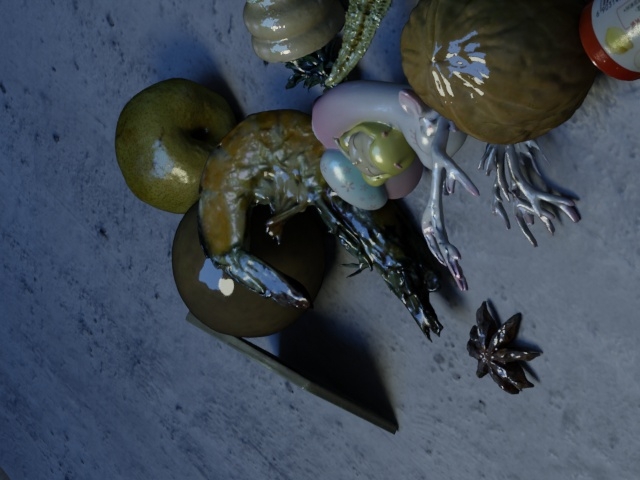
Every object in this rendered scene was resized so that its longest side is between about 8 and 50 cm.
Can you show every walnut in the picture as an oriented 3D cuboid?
[{"bbox_3d":[0.203,-0.217,1.569,0.228,0.228,0.228,32,134,41],"label":"walnut"}]

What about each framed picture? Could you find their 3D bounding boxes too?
[{"bbox_3d":[-0.049,0.213,2.232,0.324,0.240,0.020,24,83,47],"label":"framed picture"}]

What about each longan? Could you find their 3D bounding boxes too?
[{"bbox_3d":[-0.112,0.034,2.155,0.258,0.258,0.258,32,134,41],"label":"longan"}]

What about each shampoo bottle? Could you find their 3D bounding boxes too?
[{"bbox_3d":[0.383,-0.263,1.392,0.104,0.104,0.278,63,147,6],"label":"shampoo bottle"}]

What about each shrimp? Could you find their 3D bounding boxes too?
[{"bbox_3d":[0.000,0.000,1.988,0.445,0.272,0.085,45,173,16],"label":"shrimp"}]

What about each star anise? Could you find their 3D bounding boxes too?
[{"bbox_3d":[0.245,0.156,1.904,0.141,0.042,0.141,33,136,40],"label":"star anise"}]

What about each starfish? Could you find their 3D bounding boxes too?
[{"bbox_3d":[0.056,-0.388,1.747,0.357,0.078,0.347,-10,105,30],"label":"starfish"}]

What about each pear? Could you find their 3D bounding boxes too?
[{"bbox_3d":[-0.235,-0.147,2.267,0.211,0.188,0.228,-32,74,54],"label":"pear"}]

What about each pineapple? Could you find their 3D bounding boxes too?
[{"bbox_3d":[0.029,-0.192,1.964,0.221,0.083,0.103,57,149,17],"label":"pineapple"}]

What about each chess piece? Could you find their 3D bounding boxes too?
[{"bbox_3d":[-0.071,-0.385,1.872,0.142,0.143,0.261,19,142,49],"label":"chess piece"}]

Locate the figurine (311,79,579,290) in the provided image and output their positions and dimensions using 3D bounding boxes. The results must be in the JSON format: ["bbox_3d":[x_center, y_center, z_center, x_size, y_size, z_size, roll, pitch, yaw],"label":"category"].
[{"bbox_3d":[0.152,-0.096,1.758,0.315,0.206,0.284,-8,104,67],"label":"figurine"}]
